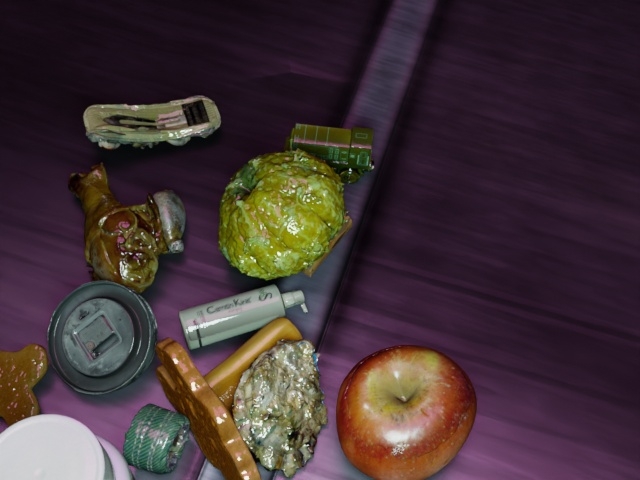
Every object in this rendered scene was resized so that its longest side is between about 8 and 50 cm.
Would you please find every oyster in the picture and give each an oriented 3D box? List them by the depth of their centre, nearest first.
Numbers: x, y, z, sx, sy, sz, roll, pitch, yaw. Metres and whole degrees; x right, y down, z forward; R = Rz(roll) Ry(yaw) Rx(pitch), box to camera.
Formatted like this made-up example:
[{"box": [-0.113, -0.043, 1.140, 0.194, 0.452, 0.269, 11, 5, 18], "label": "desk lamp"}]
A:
[{"box": [-0.068, 0.311, 1.564, 0.198, 0.092, 0.259, 37, 50, -23], "label": "oyster"}]

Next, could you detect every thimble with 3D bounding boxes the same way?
[{"box": [-0.304, 0.373, 1.514, 0.090, 0.135, 0.118, 18, 63, 9], "label": "thimble"}]

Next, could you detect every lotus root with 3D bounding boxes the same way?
[{"box": [-0.344, -0.041, 1.816, 0.088, 0.088, 0.165, -9, 66, -8], "label": "lotus root"}]

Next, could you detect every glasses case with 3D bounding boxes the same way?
[{"box": [0.000, 0.000, 1.830, 0.065, 0.041, 0.170, 30, 61, 18], "label": "glasses case"}]

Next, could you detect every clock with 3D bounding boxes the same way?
[{"box": [-0.436, 0.194, 1.627, 0.226, 0.049, 0.226, -3, 78, 13], "label": "clock"}]

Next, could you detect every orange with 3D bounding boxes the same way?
[{"box": [-0.099, -0.057, 1.732, 0.300, 0.223, 0.301, 3, 58, 48], "label": "orange"}]

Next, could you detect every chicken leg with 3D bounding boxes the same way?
[{"box": [-0.441, -0.046, 1.760, 0.211, 0.140, 0.361, -29, 62, 13], "label": "chicken leg"}]

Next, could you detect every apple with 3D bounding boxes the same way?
[{"box": [0.157, 0.326, 1.527, 0.252, 0.206, 0.272, 19, 55, 23], "label": "apple"}]

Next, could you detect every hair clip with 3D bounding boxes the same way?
[{"box": [-0.408, -0.274, 1.971, 0.321, 0.091, 0.138, -7, 48, -21], "label": "hair clip"}]

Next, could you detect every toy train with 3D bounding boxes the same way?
[{"box": [0.017, -0.208, 1.910, 0.225, 0.137, 0.090, 5, 56, 0], "label": "toy train"}]

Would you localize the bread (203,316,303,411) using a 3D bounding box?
[{"box": [-0.142, 0.252, 1.635, 0.239, 0.074, 0.092, -37, 105, -23], "label": "bread"}]

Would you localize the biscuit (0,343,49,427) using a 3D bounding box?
[{"box": [-0.688, 0.272, 1.610, 0.302, 0.049, 0.197, 6, 67, 5], "label": "biscuit"}]

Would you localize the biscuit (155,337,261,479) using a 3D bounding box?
[{"box": [-0.208, 0.330, 1.509, 0.047, 0.202, 0.334, -26, 59, -27], "label": "biscuit"}]

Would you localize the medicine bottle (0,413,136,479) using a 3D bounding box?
[{"box": [-0.435, 0.438, 1.366, 0.241, 0.302, 0.241, 1, 57, -1], "label": "medicine bottle"}]

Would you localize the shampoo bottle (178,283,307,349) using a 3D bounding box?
[{"box": [-0.160, 0.151, 1.698, 0.262, 0.085, 0.085, -16, 59, -13], "label": "shampoo bottle"}]
